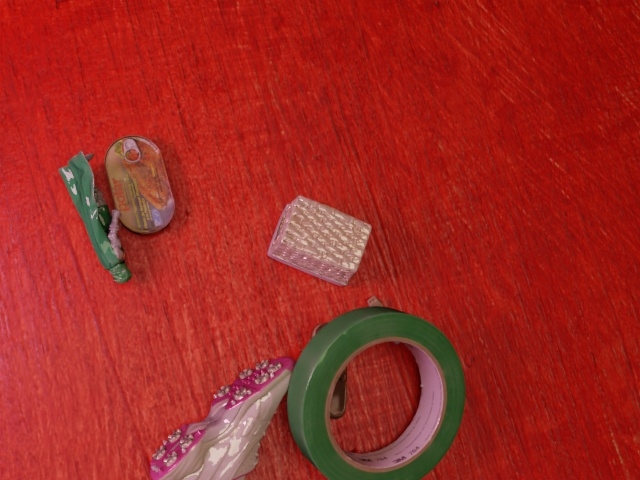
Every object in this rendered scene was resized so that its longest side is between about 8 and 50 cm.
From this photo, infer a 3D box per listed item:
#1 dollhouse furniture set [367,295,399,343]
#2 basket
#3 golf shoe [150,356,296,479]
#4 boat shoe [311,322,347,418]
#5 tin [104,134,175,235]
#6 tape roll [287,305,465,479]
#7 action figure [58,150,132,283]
[{"bbox_3d":[0.093,0.184,1.348,0.114,0.091,0.081,-36,130,3],"label":"dollhouse furniture set"},{"bbox_3d":[0.000,0.000,1.317,0.167,0.103,0.113,22,72,-7],"label":"basket"},{"bbox_3d":[-0.143,0.331,1.217,0.306,0.115,0.140,-40,106,-18],"label":"golf shoe"},{"bbox_3d":[0.018,0.238,1.289,0.064,0.060,0.177,-3,78,-15],"label":"boat shoe"},{"bbox_3d":[-0.334,-0.100,1.295,0.106,0.040,0.189,-13,81,-20],"label":"tin"},{"bbox_3d":[0.102,0.279,1.239,0.321,0.077,0.321,-2,95,-23],"label":"tape roll"},{"bbox_3d":[-0.386,-0.033,1.236,0.063,0.137,0.232,-20,91,-30],"label":"action figure"}]
